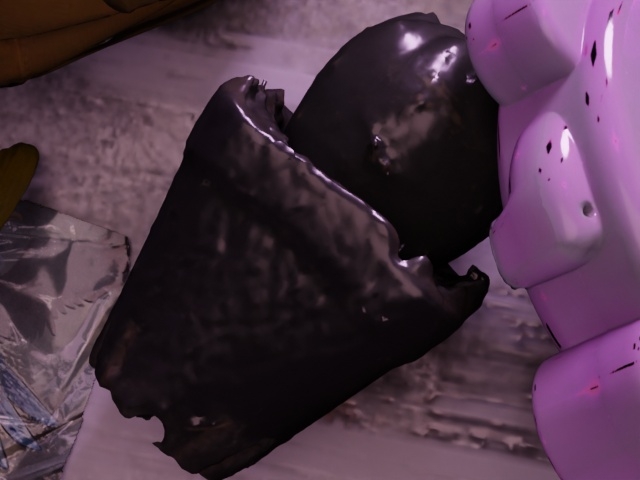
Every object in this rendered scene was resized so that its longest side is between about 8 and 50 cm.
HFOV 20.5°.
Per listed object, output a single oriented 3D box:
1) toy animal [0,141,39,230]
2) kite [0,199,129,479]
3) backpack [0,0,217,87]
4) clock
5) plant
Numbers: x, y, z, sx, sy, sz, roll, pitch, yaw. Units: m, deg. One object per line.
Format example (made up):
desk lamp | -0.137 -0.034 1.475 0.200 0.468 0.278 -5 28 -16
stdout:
toy animal | -0.213 0.042 0.914 0.219 0.095 0.155 -33 77 -30
kite | -0.190 0.125 0.952 0.169 0.015 0.310 1 86 5
backpack | -0.182 -0.237 0.884 0.378 0.201 0.354 -24 80 0
clock | 0.171 -0.011 0.831 0.090 0.227 0.248 -26 77 42
plant | 0.000 0.000 0.880 0.164 0.142 0.256 41 95 8
